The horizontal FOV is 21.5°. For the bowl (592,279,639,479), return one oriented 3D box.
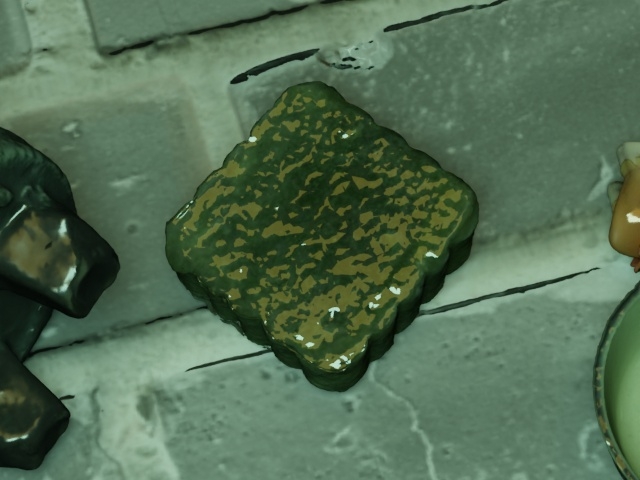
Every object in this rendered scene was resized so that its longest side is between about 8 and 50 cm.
[{"bbox_3d":[0.289,0.123,1.191,0.211,0.112,0.211,0,66,0],"label":"bowl"}]

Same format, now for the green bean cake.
[{"bbox_3d":[0.000,0.000,1.259,0.183,0.094,0.185,37,72,15],"label":"green bean cake"}]

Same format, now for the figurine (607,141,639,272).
[{"bbox_3d":[0.309,0.000,1.260,0.195,0.111,0.102,10,49,9],"label":"figurine"}]

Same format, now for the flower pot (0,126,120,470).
[{"bbox_3d":[-0.306,0.024,1.144,0.283,0.299,0.299,34,71,19],"label":"flower pot"}]
